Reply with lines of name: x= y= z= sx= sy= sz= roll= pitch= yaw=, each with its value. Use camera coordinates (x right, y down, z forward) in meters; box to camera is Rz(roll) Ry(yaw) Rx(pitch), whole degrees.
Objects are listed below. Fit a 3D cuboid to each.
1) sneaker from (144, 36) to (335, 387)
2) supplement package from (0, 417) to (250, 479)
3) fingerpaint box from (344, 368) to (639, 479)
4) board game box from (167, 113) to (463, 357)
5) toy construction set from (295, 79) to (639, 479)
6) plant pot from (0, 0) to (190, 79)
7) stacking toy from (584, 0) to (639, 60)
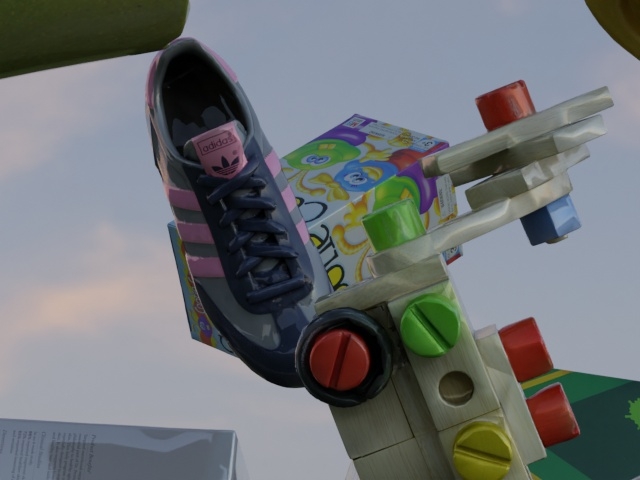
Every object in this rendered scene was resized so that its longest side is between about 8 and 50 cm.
sneaker: x=-0.074 y=-0.028 z=1.660 sx=0.112 sy=0.319 sz=0.131 roll=-25 pitch=-23 yaw=-8
supplement package: x=-0.209 y=0.295 z=1.877 sx=0.262 sy=0.199 sz=0.198 roll=3 pitch=-23 yaw=5
fingerpaint box: x=0.212 y=0.311 z=2.170 sx=0.371 sy=0.163 sz=0.445 roll=9 pitch=-32 yaw=-4
board game box: x=0.000 y=0.000 z=2.038 sx=0.142 sy=0.144 sz=0.275 roll=20 pitch=40 yaw=42
toy construction set: x=0.114 y=0.078 z=0.989 sx=0.215 sy=0.328 sz=0.151 roll=-22 pitch=-12 yaw=6
plant pot: x=-0.226 y=-0.215 z=1.358 sx=0.254 sy=0.276 sz=0.276 roll=-4 pitch=-16 yaw=-15
stacking toy: x=0.179 y=-0.256 z=1.049 sx=0.279 sy=0.130 sz=0.309 roll=35 pitch=-25 yaw=6
